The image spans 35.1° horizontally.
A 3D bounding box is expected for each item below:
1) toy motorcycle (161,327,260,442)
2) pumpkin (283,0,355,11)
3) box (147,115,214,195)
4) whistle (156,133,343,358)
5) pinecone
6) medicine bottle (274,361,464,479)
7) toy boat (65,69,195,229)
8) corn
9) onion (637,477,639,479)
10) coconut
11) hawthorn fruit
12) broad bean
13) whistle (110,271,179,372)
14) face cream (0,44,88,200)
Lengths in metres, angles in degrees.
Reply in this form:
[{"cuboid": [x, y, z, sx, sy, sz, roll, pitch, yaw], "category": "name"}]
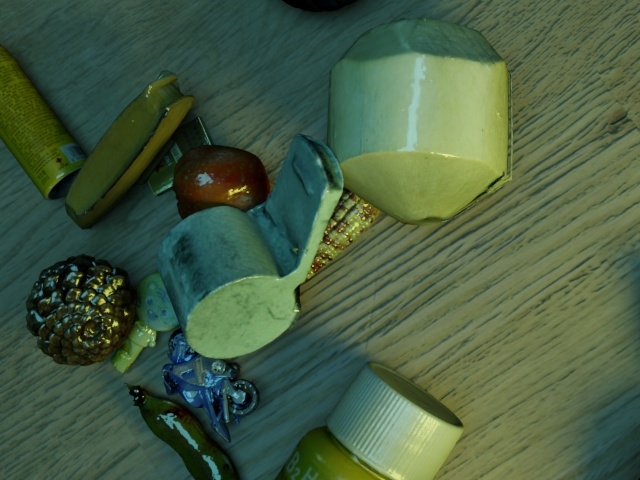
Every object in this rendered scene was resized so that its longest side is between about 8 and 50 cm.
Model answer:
[{"cuboid": [-0.198, 0.242, 1.720, 0.205, 0.076, 0.114, 39, 90, 20], "category": "toy motorcycle"}, {"cuboid": [-0.016, -0.499, 1.628, 0.248, 0.248, 0.248, 0, 88, 10], "category": "pumpkin"}, {"cuboid": [-0.249, -0.147, 1.770, 0.133, 0.023, 0.090, -27, 82, 9], "category": "box"}, {"cuboid": [-0.096, 0.023, 1.600, 0.405, 0.188, 0.168, -40, 49, 14], "category": "whistle"}, {"cuboid": [-0.397, 0.110, 1.697, 0.184, 0.204, 0.179, -22, 114, 0], "category": "pinecone"}, {"cuboid": [0.046, 0.400, 1.597, 0.224, 0.224, 0.384, 34, 94, 10], "category": "medicine bottle"}, {"cuboid": [-0.325, -0.145, 1.713, 0.089, 0.121, 0.321, 43, 110, 9], "category": "toy boat"}, {"cuboid": [0.000, 0.000, 1.697, 0.237, 0.079, 0.079, -42, 82, 10], "category": "corn"}, {"cuboid": [0.596, 0.367, 1.484, 0.348, 0.348, 0.385, -22, 50, 9], "category": "onion"}, {"cuboid": [0.152, -0.175, 1.566, 0.323, 0.323, 0.323, 0, 88, 10], "category": "coconut"}, {"cuboid": [-0.142, -0.090, 1.687, 0.203, 0.162, 0.162, -12, 86, -1], "category": "hawthorn fruit"}, {"cuboid": [-0.211, 0.359, 1.727, 0.077, 0.061, 0.339, -45, 81, 14], "category": "broad bean"}, {"cuboid": [-0.296, 0.143, 1.759, 0.104, 0.057, 0.198, 38, 102, 20], "category": "whistle"}, {"cuboid": [-0.541, -0.235, 1.784, 0.105, 0.105, 0.348, -39, 83, 7], "category": "face cream"}]
